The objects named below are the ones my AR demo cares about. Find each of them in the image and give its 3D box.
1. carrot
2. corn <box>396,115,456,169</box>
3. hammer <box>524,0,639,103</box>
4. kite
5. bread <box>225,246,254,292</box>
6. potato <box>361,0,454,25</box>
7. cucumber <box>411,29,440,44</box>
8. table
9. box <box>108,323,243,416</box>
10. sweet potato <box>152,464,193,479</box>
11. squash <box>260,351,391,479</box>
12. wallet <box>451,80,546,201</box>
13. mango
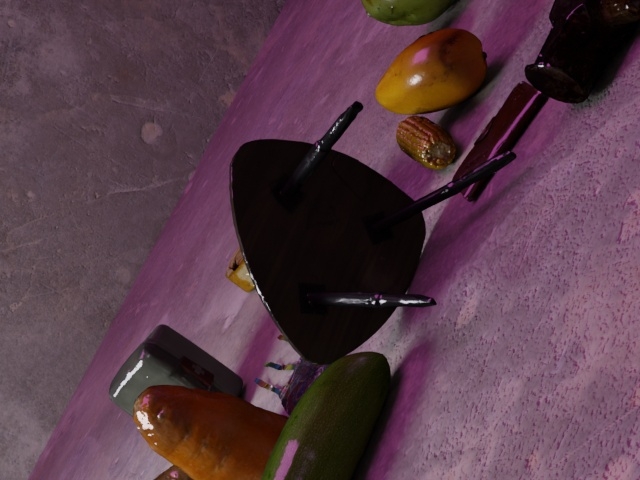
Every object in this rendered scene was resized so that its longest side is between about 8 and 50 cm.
[{"bbox_3d":[-0.176,0.285,1.846,0.159,0.225,0.159,-52,20,28],"label":"carrot"},{"bbox_3d":[0.161,-0.154,1.943,0.068,0.068,0.207,-56,14,7],"label":"corn"},{"bbox_3d":[0.408,-0.293,1.427,0.242,0.095,0.409,-62,20,-14],"label":"hammer"},{"bbox_3d":[-0.041,0.200,1.984,0.152,0.015,0.285,-57,17,-10],"label":"kite"},{"bbox_3d":[-0.133,0.029,2.519,0.149,0.073,0.122,-47,16,36],"label":"bread"},{"bbox_3d":[0.197,-0.540,2.368,0.304,0.216,0.216,-49,12,-15],"label":"potato"},{"bbox_3d":[0.206,-0.351,2.265,0.070,0.046,0.220,-51,14,-4],"label":"cucumber"},{"bbox_3d":[0.059,-0.043,1.591,0.249,0.317,0.317,-27,33,53],"label":"table"},{"bbox_3d":[-0.244,0.257,2.148,0.148,0.210,0.129,-50,9,23],"label":"box"},{"bbox_3d":[-0.297,0.475,2.072,0.341,0.092,0.114,-57,-20,6],"label":"sweet potato"},{"bbox_3d":[-0.018,0.297,1.521,0.107,0.107,0.395,-32,30,59],"label":"squash"},{"bbox_3d":[0.242,-0.140,1.729,0.176,0.026,0.095,-56,16,10],"label":"wallet"},{"bbox_3d":[0.170,-0.259,1.976,0.219,0.145,0.112,-22,74,52],"label":"mango"}]
